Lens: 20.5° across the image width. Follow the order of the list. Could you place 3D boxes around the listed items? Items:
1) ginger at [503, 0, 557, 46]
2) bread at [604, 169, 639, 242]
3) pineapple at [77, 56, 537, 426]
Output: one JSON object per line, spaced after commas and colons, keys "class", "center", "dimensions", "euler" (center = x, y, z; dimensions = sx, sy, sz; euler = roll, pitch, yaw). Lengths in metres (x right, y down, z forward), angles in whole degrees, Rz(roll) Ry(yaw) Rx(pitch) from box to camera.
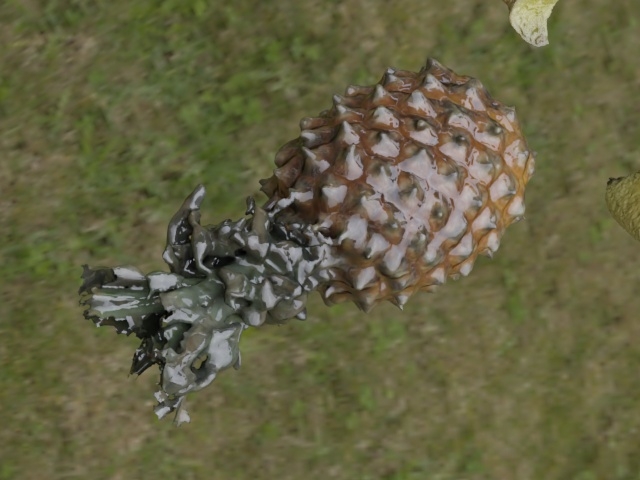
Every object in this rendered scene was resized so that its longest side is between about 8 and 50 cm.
{"class": "ginger", "center": [0.172, -0.236, 1.551], "dimensions": [0.057, 0.044, 0.137], "euler": [-21, 70, -11]}
{"class": "bread", "center": [0.408, -0.016, 1.788], "dimensions": [0.174, 0.251, 0.133], "euler": [28, 62, -24]}
{"class": "pineapple", "center": [0.000, 0.000, 1.241], "dimensions": [0.361, 0.175, 0.175], "euler": [-37, 103, -38]}
